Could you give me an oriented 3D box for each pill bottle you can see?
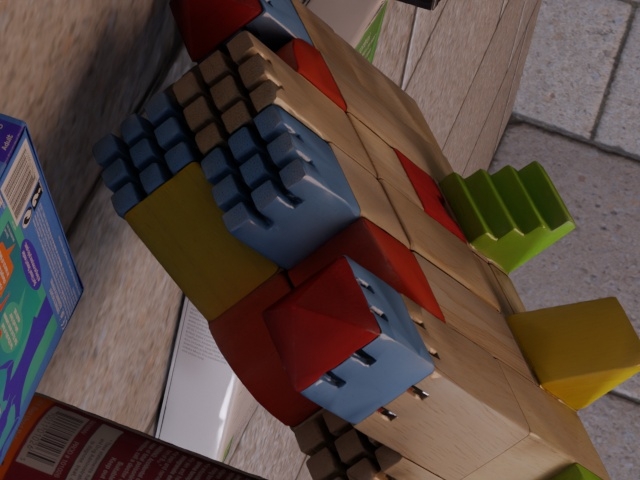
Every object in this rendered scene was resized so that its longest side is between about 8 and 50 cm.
[{"bbox_3d":[-0.077,0.167,0.992,0.121,0.221,0.121,20,90,-82],"label":"pill bottle"}]

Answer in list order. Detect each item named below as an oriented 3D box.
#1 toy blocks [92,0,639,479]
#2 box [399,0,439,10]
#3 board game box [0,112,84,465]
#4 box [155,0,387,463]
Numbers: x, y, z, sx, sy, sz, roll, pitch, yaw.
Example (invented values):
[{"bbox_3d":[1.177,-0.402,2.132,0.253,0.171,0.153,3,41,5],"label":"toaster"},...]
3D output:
[{"bbox_3d":[0.000,0.000,1.008,0.191,0.381,0.261,-36,142,16],"label":"toy blocks"},{"bbox_3d":[-0.010,-0.150,0.882,0.116,0.162,0.029,-52,160,-66],"label":"box"},{"bbox_3d":[-0.165,0.070,0.769,0.160,0.047,0.210,87,24,-64],"label":"board game box"},{"bbox_3d":[-0.038,-0.008,1.442,0.232,0.058,0.322,-60,169,-54],"label":"box"}]
